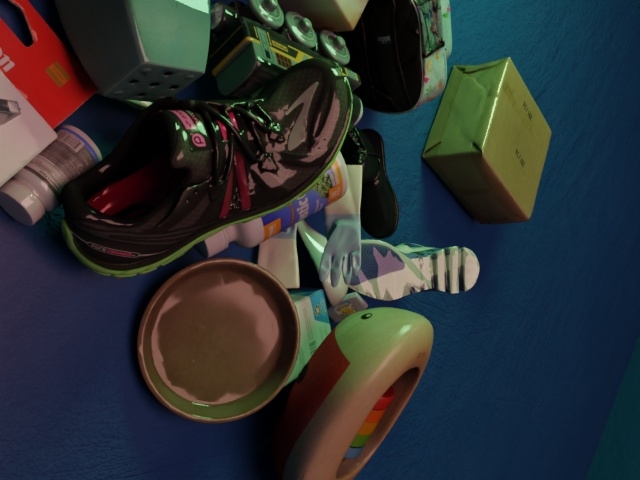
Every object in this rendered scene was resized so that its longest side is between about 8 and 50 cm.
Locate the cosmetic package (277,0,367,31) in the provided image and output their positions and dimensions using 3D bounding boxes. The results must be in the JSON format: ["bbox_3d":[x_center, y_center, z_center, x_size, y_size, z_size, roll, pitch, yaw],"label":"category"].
[{"bbox_3d":[-0.039,-0.515,1.250,0.296,0.153,0.129,46,62,-49],"label":"cosmetic package"}]

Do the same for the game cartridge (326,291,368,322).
[{"bbox_3d":[0.050,0.139,1.480,0.056,0.083,0.017,47,23,-36],"label":"game cartridge"}]

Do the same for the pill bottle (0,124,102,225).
[{"bbox_3d":[-0.374,-0.089,0.979,0.137,0.078,0.078,-55,130,-31],"label":"pill bottle"}]

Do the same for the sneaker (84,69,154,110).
[{"bbox_3d":[-0.286,-0.250,1.085,0.152,0.058,0.084,14,90,-42],"label":"sneaker"}]

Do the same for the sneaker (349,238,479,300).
[{"bbox_3d":[0.171,0.066,1.581,0.316,0.182,0.127,3,88,-20],"label":"sneaker"}]

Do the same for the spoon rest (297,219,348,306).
[{"bbox_3d":[0.000,0.000,1.405,0.137,0.084,0.276,-75,155,-72],"label":"spoon rest"}]

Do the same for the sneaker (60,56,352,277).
[{"bbox_3d":[-0.147,-0.119,1.016,0.483,0.185,0.202,-36,161,-14],"label":"sneaker"}]

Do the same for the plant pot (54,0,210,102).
[{"bbox_3d":[-0.256,-0.321,0.984,0.166,0.166,0.234,-4,77,-48],"label":"plant pot"}]

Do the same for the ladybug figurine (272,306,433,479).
[{"bbox_3d":[0.043,0.306,1.336,0.449,0.162,0.305,-60,155,12],"label":"ladybug figurine"}]

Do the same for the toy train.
[{"bbox_3d":[-0.056,-0.300,1.248,0.334,0.142,0.190,15,53,-46],"label":"toy train"}]

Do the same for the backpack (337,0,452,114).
[{"bbox_3d":[0.155,-0.394,1.458,0.191,0.225,0.253,-29,120,-40],"label":"backpack"}]

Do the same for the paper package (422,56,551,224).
[{"bbox_3d":[0.442,-0.251,1.835,0.325,0.168,0.309,40,62,-42],"label":"paper package"}]

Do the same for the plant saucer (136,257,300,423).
[{"bbox_3d":[-0.168,0.165,1.188,0.278,0.041,0.277,-2,95,-24],"label":"plant saucer"}]

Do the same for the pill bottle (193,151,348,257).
[{"bbox_3d":[-0.101,-0.081,1.200,0.272,0.152,0.152,-31,116,-21],"label":"pill bottle"}]

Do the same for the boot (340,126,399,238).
[{"bbox_3d":[0.081,-0.116,1.443,0.207,0.094,0.246,-16,98,-68],"label":"boot"}]

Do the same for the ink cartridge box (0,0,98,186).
[{"bbox_3d":[-0.441,-0.235,0.875,0.296,0.066,0.261,53,56,-27],"label":"ink cartridge box"}]

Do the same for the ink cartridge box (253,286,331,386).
[{"bbox_3d":[-0.069,0.185,1.340,0.191,0.082,0.139,-24,110,-44],"label":"ink cartridge box"}]

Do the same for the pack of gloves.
[{"bbox_3d":[-0.020,-0.025,1.333,0.046,0.195,0.232,39,52,-84],"label":"pack of gloves"}]
